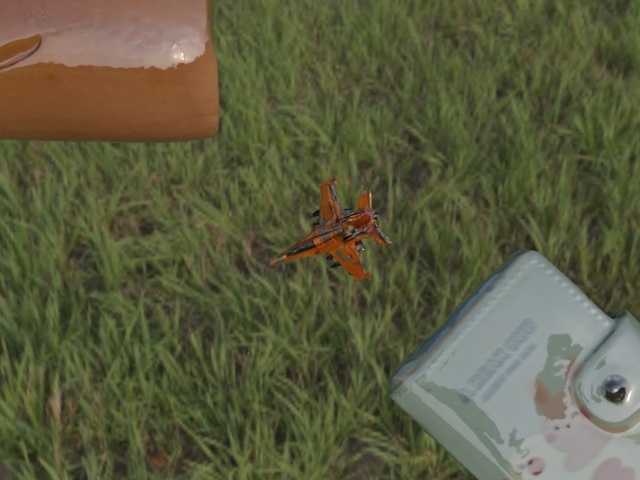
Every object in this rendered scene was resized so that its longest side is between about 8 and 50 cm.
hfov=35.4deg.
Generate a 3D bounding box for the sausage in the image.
[{"bbox_3d":[-0.214,-0.124,0.633,0.304,0.121,0.121,2,37,-3],"label":"sausage"}]

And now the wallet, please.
[{"bbox_3d":[0.280,0.194,1.113,0.360,0.083,0.252,43,87,0],"label":"wallet"}]

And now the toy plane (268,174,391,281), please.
[{"bbox_3d":[0.007,-0.002,1.277,0.062,0.188,0.135,-16,83,-43],"label":"toy plane"}]
